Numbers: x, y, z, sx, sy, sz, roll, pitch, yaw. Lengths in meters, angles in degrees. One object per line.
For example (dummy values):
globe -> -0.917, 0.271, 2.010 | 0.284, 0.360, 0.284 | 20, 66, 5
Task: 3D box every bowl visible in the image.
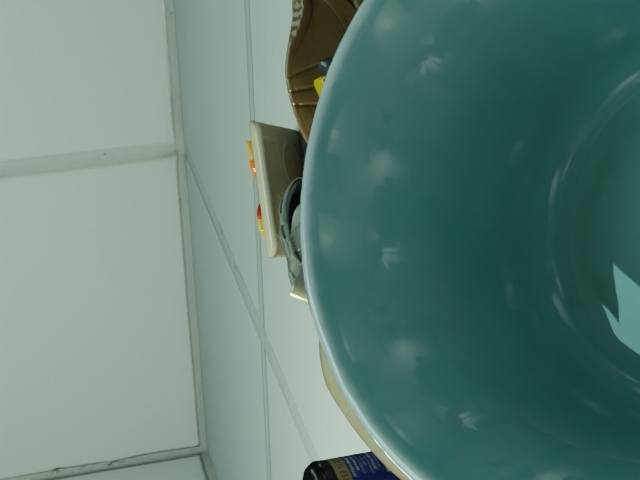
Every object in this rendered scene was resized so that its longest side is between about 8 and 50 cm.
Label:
bowl -> 0.159, -0.018, 0.583 | 0.311, 0.163, 0.312 | -8, 78, 39

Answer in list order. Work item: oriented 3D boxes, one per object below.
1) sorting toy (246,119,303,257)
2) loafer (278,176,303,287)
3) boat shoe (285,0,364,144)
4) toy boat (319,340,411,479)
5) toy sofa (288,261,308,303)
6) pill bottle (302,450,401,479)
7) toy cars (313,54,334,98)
sorting toy -> -0.060, -0.071, 1.815 | 0.208, 0.038, 0.193 | 1, -100, -75
loafer -> 0.000, 0.000, 1.597 | 0.319, 0.112, 0.111 | -131, 26, -69
boat shoe -> 0.023, -0.252, 1.394 | 0.123, 0.123, 0.342 | -37, -63, -70
toy boat -> 0.120, 0.143, 0.886 | 0.267, 0.148, 0.318 | 24, 139, 63
toy sofa -> 0.070, -0.014, 1.035 | 0.362, 0.150, 0.177 | 110, -178, -65
pill bottle -> 0.102, 0.223, 1.021 | 0.123, 0.219, 0.123 | 172, 90, -78
toy cars -> 0.071, -0.082, 1.286 | 0.176, 0.087, 0.394 | 49, 154, 32
